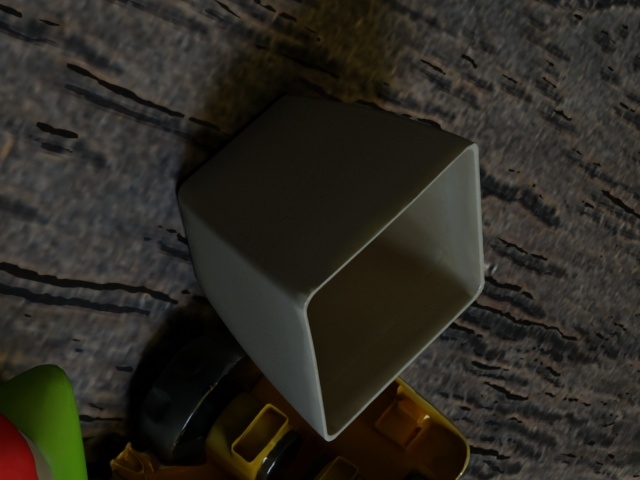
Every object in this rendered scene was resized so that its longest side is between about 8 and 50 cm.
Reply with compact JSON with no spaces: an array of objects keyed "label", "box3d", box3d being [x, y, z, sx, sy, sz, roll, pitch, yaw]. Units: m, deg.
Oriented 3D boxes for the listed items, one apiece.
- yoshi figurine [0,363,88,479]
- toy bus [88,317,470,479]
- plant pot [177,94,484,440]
[{"label":"yoshi figurine","box3d":[-0.159,0.151,0.628,0.203,0.203,0.362,-20,163,-1]},{"label":"toy bus","box3d":[-0.039,0.167,0.958,0.220,0.149,0.211,-51,165,-16]},{"label":"plant pot","box3d":[0.000,0.000,0.874,0.109,0.096,0.109,-42,149,-23]}]
